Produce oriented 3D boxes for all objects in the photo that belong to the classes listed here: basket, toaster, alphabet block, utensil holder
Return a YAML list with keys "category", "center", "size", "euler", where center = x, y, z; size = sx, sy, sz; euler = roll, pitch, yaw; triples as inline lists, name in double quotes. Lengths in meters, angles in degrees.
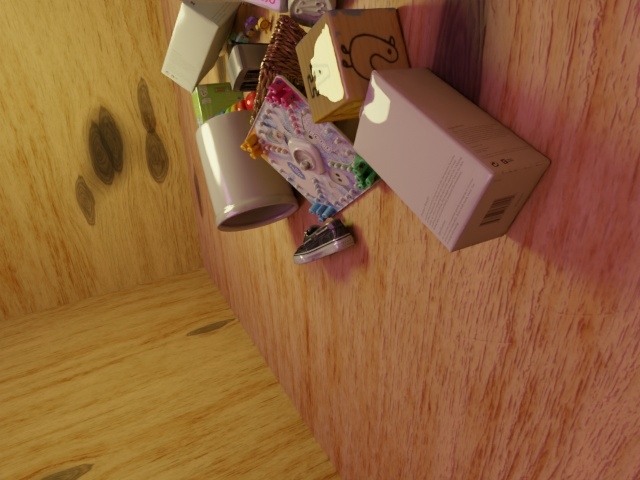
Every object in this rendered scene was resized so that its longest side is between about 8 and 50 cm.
- category: "basket"
  center: [-0.075, -0.481, 1.350]
  size: [0.299, 0.214, 0.222]
  euler: [130, 155, -67]
- category: "toaster"
  center: [-0.248, -0.627, 1.600]
  size: [0.168, 0.186, 0.110]
  euler: [-30, 72, 63]
- category: "alphabet block"
  center: [0.076, -0.407, 1.054]
  size: [0.193, 0.193, 0.196]
  euler: [-6, 99, 66]
- category: "utensil holder"
  center: [-0.290, -0.266, 1.738]
  size: [0.328, 0.328, 0.384]
  euler: [-33, 71, 64]

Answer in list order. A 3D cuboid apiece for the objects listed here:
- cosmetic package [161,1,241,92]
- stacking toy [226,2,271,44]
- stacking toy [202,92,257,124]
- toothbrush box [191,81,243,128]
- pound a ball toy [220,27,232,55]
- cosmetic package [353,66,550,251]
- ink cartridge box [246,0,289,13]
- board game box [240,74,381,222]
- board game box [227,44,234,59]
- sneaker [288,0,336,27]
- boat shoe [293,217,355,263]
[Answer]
- category: "cosmetic package"
  center: [-0.474, -0.800, 1.748]
  size: [0.156, 0.217, 0.385]
  euler: [33, 148, -16]
- category: "stacking toy"
  center: [-0.278, -0.777, 1.654]
  size: [0.221, 0.052, 0.166]
  euler: [-46, 60, 38]
- category: "stacking toy"
  center: [-0.348, -0.510, 1.836]
  size: [0.331, 0.141, 0.141]
  euler: [-25, 80, 38]
- category: "toothbrush box"
  center: [-0.455, -0.568, 2.028]
  size: [0.122, 0.207, 0.282]
  euler: [22, 124, 60]
- category: "pound a ball toy"
  center: [-0.495, -0.902, 1.919]
  size: [0.319, 0.208, 0.135]
  euler: [-37, 70, 62]
- category: "cosmetic package"
  center: [0.235, -0.178, 0.898]
  size: [0.365, 0.155, 0.196]
  euler: [57, 149, 34]
- category: "ink cartridge box"
  center: [-0.143, -0.800, 1.204]
  size: [0.211, 0.121, 0.289]
  euler: [26, 128, 13]
- category: "board game box"
  center: [-0.050, -0.244, 1.339]
  size: [0.390, 0.050, 0.390]
  euler: [43, 155, -6]
- category: "board game box"
  center: [-0.387, -0.814, 1.967]
  size: [0.090, 0.020, 0.090]
  euler: [65, 154, 20]
- category: "sneaker"
  center: [-0.001, -0.730, 1.148]
  size: [0.323, 0.130, 0.236]
  euler: [165, 116, -86]
- category: "boat shoe"
  center: [0.000, 0.000, 1.536]
  size: [0.335, 0.121, 0.119]
  euler: [-24, 86, 54]
